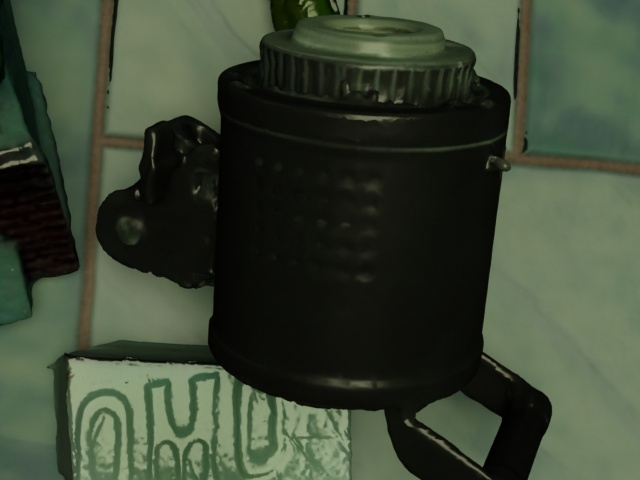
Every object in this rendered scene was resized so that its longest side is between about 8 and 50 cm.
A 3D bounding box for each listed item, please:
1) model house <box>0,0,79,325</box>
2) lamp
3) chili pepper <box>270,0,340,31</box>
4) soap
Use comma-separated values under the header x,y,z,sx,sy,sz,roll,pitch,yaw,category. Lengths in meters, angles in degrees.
x,y,z,sx,sy,sz,roll,pitch,yaw,category
-0.330,-0.028,0.836,0.280,0.230,0.248,-10,114,-7,model house
0.035,-0.020,0.831,0.374,0.205,0.272,28,115,10,lamp
-0.008,-0.163,0.944,0.085,0.076,0.359,-33,100,-11,chili pepper
-0.096,0.150,0.913,0.230,0.091,0.145,-1,88,-11,soap
